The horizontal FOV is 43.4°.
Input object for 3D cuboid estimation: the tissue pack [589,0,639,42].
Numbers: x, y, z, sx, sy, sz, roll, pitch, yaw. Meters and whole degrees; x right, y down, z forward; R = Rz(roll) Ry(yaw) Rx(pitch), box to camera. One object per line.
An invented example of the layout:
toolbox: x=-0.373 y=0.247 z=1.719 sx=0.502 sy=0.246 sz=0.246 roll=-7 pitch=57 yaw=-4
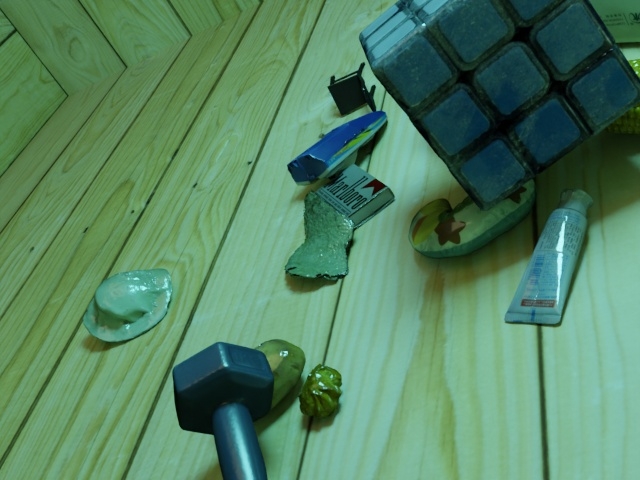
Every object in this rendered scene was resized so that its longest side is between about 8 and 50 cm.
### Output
tissue pack: x=0.565 y=-0.552 z=1.586 sx=0.207 sy=0.297 sz=0.380 roll=-43 pitch=30 yaw=-21

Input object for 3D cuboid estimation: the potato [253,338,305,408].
potato: x=-0.098 y=0.230 z=1.295 sx=0.170 sy=0.080 sz=0.107 roll=-48 pitch=41 yaw=-8

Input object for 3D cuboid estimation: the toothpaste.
toothpaste: x=0.348 y=0.025 z=1.200 sx=0.089 sy=0.057 sz=0.234 roll=-2 pitch=49 yaw=45

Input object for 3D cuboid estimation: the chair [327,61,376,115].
chair: x=0.077 y=-0.353 z=1.965 sx=0.101 sy=0.084 sz=0.212 roll=-22 pitch=26 yaw=16

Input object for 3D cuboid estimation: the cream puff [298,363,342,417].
cream puff: x=-0.003 y=0.229 z=1.226 sx=0.083 sy=0.058 sz=0.083 roll=6 pitch=50 yaw=51

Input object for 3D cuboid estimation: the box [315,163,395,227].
box: x=0.066 y=-0.092 z=1.653 sx=0.115 sy=0.036 sz=0.177 roll=-35 pitch=29 yaw=-6

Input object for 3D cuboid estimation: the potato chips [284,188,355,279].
potato chips: x=-0.006 y=-0.005 z=1.569 sx=0.167 sy=0.059 sz=0.228 roll=-22 pitch=42 yaw=38

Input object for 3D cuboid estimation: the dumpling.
dumpling: x=-0.420 y=0.130 z=1.728 sx=0.219 sy=0.108 sz=0.153 roll=-34 pitch=29 yaw=3

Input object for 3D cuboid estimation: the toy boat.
toy boat: x=0.062 y=-0.219 z=1.799 sx=0.295 sy=0.088 sz=0.129 roll=-41 pitch=14 yaw=-36

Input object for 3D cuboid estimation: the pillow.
pillow: x=0.256 y=-0.052 z=1.378 sx=0.233 sy=0.086 sz=0.214 roll=-35 pitch=19 yaw=2

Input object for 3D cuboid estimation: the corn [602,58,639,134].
corn: x=0.591 y=-0.235 z=1.250 sx=0.387 sy=0.144 sz=0.144 roll=8 pitch=50 yaw=47

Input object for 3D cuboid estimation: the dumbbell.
dumbbell: x=-0.109 y=0.294 z=1.091 sx=0.160 sy=0.144 sz=0.325 roll=-28 pitch=43 yaw=5

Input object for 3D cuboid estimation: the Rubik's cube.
Rubik's cube: x=0.269 y=-0.285 z=1.274 sx=0.305 sy=0.301 sz=0.304 roll=-37 pitch=19 yaw=12
